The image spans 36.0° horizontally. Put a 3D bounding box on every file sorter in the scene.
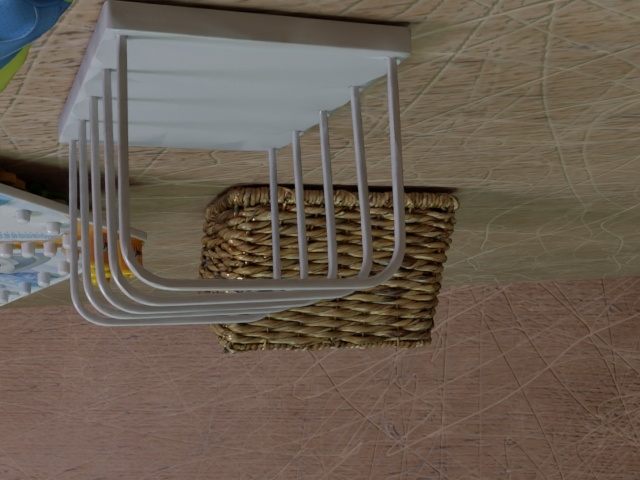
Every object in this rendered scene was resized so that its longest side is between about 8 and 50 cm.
[{"bbox_3d":[-0.075,-0.035,0.709,0.193,0.173,0.278,0,171,-20],"label":"file sorter"}]

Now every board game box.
[{"bbox_3d":[-0.450,0.027,1.027,0.390,0.050,0.390,-20,155,32],"label":"board game box"}]

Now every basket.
[{"bbox_3d":[0.000,0.000,1.276,0.299,0.223,0.213,0,-155,-17],"label":"basket"}]

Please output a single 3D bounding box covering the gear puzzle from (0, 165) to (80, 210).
[{"bbox_3d":[-0.350,-0.040,1.083,0.176,0.044,0.339,-1,169,-3],"label":"gear puzzle"}]

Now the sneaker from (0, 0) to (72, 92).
[{"bbox_3d":[-0.197,-0.128,0.392,0.126,0.091,0.240,-26,162,23],"label":"sneaker"}]
